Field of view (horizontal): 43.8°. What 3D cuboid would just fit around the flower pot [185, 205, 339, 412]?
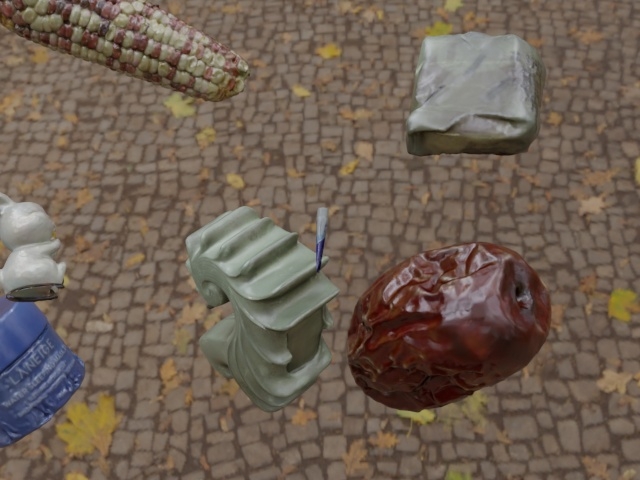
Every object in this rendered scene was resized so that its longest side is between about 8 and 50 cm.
[{"bbox_3d":[-0.102,0.132,1.371,0.254,0.367,0.165,31,48,30],"label":"flower pot"}]

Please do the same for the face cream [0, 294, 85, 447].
[{"bbox_3d":[-0.629,0.258,1.595,0.249,0.225,0.249,-29,21,13],"label":"face cream"}]

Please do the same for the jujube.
[{"bbox_3d":[0.216,0.154,1.417,0.377,0.276,0.276,-22,34,41],"label":"jujube"}]

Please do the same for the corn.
[{"bbox_3d":[-0.179,-0.187,0.728,0.237,0.079,0.079,22,47,-15],"label":"corn"}]

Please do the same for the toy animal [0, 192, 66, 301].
[{"bbox_3d":[-0.317,0.002,0.856,0.085,0.071,0.124,-9,78,-7],"label":"toy animal"}]

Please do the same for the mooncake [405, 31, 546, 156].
[{"bbox_3d":[0.154,-0.135,0.782,0.130,0.073,0.125,4,65,22],"label":"mooncake"}]

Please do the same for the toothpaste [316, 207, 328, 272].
[{"bbox_3d":[0.000,0.000,1.019,0.015,0.024,0.083,4,83,8],"label":"toothpaste"}]

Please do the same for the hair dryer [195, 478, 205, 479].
[{"bbox_3d":[-0.178,0.330,1.029,0.038,0.124,0.063,0,56,28],"label":"hair dryer"}]
